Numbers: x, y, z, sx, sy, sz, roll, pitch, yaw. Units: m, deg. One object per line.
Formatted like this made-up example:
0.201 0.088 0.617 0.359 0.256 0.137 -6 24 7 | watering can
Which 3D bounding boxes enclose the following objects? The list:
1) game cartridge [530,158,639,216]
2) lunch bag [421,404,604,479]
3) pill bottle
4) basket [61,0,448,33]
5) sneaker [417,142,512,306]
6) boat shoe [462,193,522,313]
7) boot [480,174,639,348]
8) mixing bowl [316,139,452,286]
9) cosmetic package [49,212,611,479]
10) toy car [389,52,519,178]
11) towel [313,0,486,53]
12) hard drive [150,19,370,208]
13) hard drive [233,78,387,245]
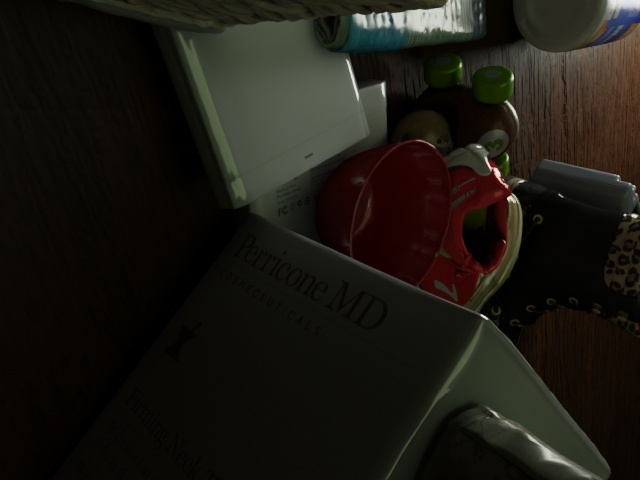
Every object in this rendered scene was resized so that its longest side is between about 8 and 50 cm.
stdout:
0.497 -0.027 1.257 0.062 0.198 0.297 -57 136 -18 | game cartridge
0.181 0.269 0.436 0.168 0.235 0.287 -17 116 -27 | lunch bag
0.445 -0.394 1.105 0.272 0.152 0.153 -21 118 -41 | pill bottle
-0.092 -0.307 0.377 0.328 0.266 0.332 -1 103 -48 | basket
0.185 0.011 0.882 0.107 0.118 0.279 -18 138 -12 | sneaker
0.216 0.047 1.049 0.098 0.109 0.302 32 85 -49 | boat shoe
0.392 0.099 1.119 0.138 0.284 0.378 -2 104 -47 | boot
0.061 -0.032 0.780 0.181 0.098 0.182 -19 118 -42 | mixing bowl
-0.003 0.249 0.658 0.394 0.329 0.327 -54 130 -10 | cosmetic package
0.152 -0.125 0.882 0.188 0.148 0.155 -41 140 -30 | toy car
0.099 -0.357 0.766 0.370 0.040 0.272 -25 114 -51 | towel
-0.065 -0.212 0.653 0.203 0.040 0.308 -34 116 -36 | hard drive
0.000 0.000 0.836 0.233 0.047 0.353 -25 121 -40 | hard drive
